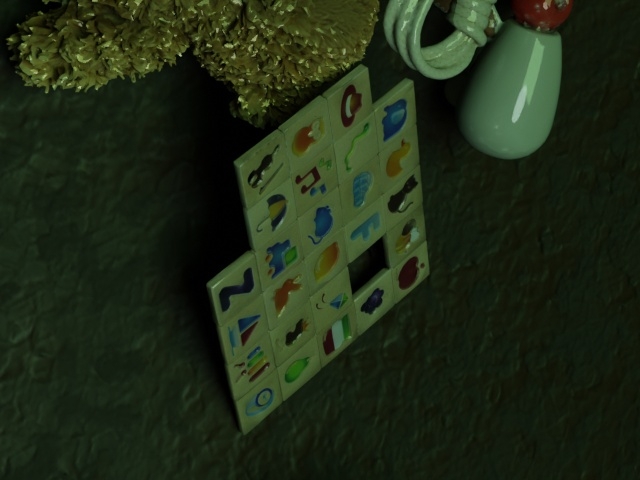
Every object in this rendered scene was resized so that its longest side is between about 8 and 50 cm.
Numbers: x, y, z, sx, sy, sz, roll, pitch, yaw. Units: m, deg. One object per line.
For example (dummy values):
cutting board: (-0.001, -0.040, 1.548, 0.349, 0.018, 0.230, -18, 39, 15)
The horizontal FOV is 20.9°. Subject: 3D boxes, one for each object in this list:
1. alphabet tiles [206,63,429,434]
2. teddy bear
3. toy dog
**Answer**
alphabet tiles: (0.000, 0.000, 1.185, 0.198, 0.009, 0.237, -39, 143, -26)
teddy bear: (-0.122, -0.202, 1.105, 0.338, 0.113, 0.245, 5, 84, -28)
toy dog: (0.129, -0.245, 1.260, 0.220, 0.161, 0.333, 30, 86, -44)
